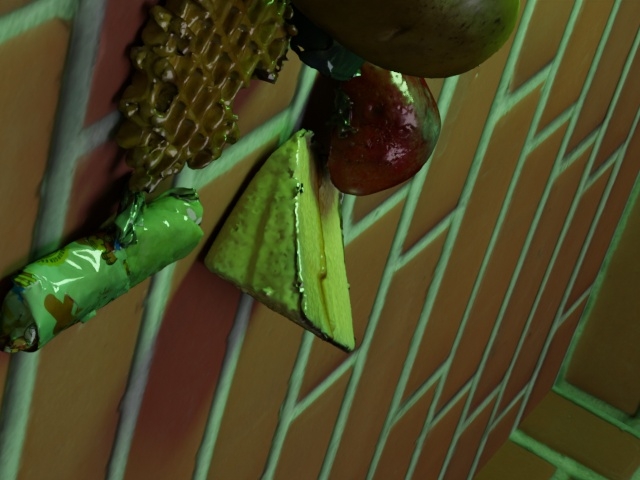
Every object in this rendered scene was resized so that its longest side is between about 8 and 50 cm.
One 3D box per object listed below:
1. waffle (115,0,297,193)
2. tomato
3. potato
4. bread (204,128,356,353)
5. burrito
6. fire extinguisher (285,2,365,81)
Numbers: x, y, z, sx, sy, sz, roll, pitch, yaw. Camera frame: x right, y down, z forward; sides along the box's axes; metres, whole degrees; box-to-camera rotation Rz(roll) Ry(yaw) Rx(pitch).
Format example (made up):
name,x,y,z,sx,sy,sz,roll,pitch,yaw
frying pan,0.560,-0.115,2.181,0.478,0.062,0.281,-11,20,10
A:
name,x,y,z,sx,sy,sz,roll,pitch,yaw
waffle,-0.090,-0.159,1.575,0.229,0.051,0.231,-33,147,-50
tomato,0.078,-0.132,1.938,0.173,0.099,0.189,-20,123,-68
potato,0.051,-0.265,1.494,0.369,0.176,0.195,52,56,-46
bread,0.000,0.000,1.913,0.178,0.135,0.240,-60,162,-4
burrito,-0.178,0.006,1.578,0.288,0.054,0.104,-33,145,-54
fire extinguisher,0.086,-0.272,1.656,0.294,0.093,0.118,-47,180,22
